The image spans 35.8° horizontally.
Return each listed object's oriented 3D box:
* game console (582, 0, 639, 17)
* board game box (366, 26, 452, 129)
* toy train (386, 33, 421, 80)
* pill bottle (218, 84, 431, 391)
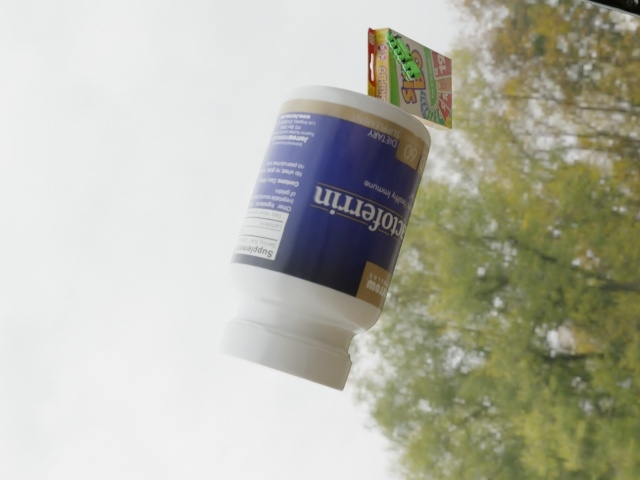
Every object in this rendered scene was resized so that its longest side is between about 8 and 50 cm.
[{"bbox_3d":[0.226,-0.365,0.895,0.342,0.386,0.060,110,175,-62],"label":"game console"},{"bbox_3d":[0.148,-0.260,1.612,0.259,0.039,0.124,5,-96,-55],"label":"board game box"},{"bbox_3d":[0.120,-0.265,1.425,0.017,0.023,0.083,87,159,-65],"label":"toy train"},{"bbox_3d":[0.000,0.000,0.946,0.153,0.153,0.265,31,-106,-61],"label":"pill bottle"}]
